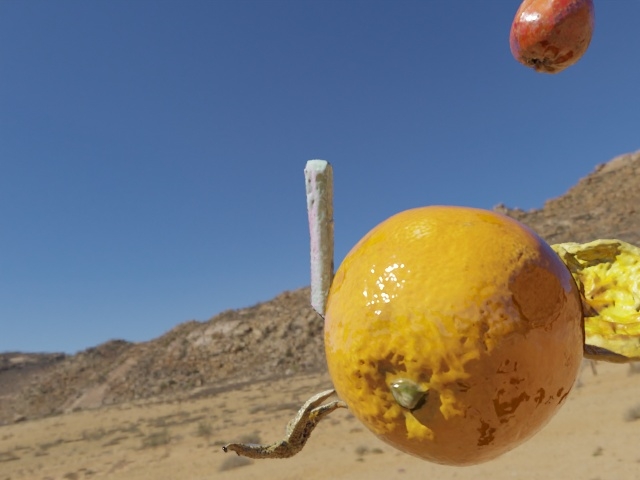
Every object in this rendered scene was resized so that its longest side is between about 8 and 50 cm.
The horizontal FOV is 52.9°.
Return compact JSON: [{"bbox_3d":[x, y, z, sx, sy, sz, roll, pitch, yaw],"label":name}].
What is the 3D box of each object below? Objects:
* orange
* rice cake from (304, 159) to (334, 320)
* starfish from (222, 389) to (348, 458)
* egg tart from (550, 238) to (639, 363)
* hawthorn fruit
[{"bbox_3d":[0.152,0.109,0.772,0.311,0.312,0.312,-7,-13,-2],"label":"orange"},{"bbox_3d":[0.000,0.000,0.829,0.033,0.208,0.033,3,10,25],"label":"rice cake"},{"bbox_3d":[-0.046,0.207,0.660,0.130,0.041,0.133,-9,-29,-50],"label":"starfish"},{"bbox_3d":[0.416,0.097,0.954,0.240,0.241,0.106,-8,-46,1],"label":"egg tart"},{"bbox_3d":[0.321,-0.294,0.888,0.127,0.128,0.128,-7,-13,-2],"label":"hawthorn fruit"}]
